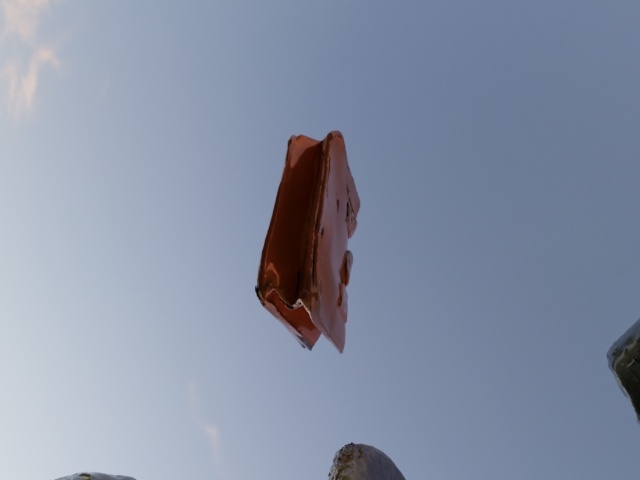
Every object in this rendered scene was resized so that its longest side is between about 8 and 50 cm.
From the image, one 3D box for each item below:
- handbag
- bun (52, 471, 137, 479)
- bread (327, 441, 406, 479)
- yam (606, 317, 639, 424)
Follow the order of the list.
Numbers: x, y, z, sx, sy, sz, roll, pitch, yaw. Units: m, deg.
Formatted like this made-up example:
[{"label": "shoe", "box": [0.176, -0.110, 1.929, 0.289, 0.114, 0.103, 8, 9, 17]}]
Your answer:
[{"label": "handbag", "box": [0.000, 0.000, 0.895, 0.116, 0.303, 0.410, -2, -121, 18]}, {"label": "bun", "box": [-0.312, 0.360, 0.540, 0.166, 0.173, 0.113, -38, -126, 15]}, {"label": "bread", "box": [0.067, 0.328, 0.479, 0.064, 0.193, 0.193, -31, -111, 15]}, {"label": "yam", "box": [0.331, 0.088, 0.356, 0.183, 0.107, 0.107, -51, -119, 18]}]
